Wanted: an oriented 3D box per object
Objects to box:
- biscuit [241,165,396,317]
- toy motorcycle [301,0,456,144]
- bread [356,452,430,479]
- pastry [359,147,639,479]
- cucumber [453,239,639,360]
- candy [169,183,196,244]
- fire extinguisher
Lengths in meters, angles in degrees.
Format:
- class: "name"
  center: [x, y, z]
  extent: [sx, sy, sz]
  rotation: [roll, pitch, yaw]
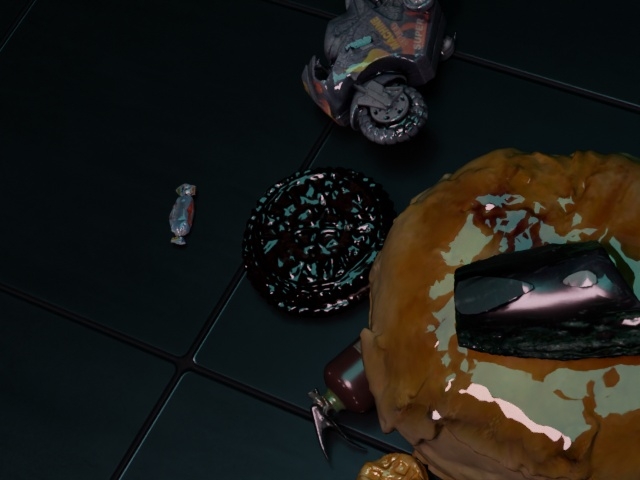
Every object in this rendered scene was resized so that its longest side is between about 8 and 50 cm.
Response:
- class: "biscuit"
  center: [0.000, 0.000, 2.098]
  extent: [0.194, 0.053, 0.194]
  rotation: [-7, 58, 12]
- class: "toy motorcycle"
  center: [0.068, -0.242, 2.199]
  extent: [0.173, 0.108, 0.307]
  rotation: [-2, 56, 21]
- class: "bread"
  center: [0.081, 0.277, 1.909]
  extent: [0.083, 0.044, 0.111]
  rotation: [-17, 54, 4]
- class: "pastry"
  center: [0.242, 0.099, 1.841]
  extent: [0.409, 0.245, 0.409]
  rotation: [-3, 68, 7]
- class: "cucumber"
  center: [0.220, 0.052, 1.693]
  extent: [0.193, 0.086, 0.115]
  rotation: [-5, 70, 15]
- class: "candy"
  center: [-0.169, -0.032, 2.188]
  extent: [0.030, 0.020, 0.083]
  rotation: [2, 62, 18]
- class: "fire extinguisher"
  center: [0.074, 0.142, 1.985]
  extent: [0.231, 0.071, 0.099]
  rotation: [-42, 85, -10]
